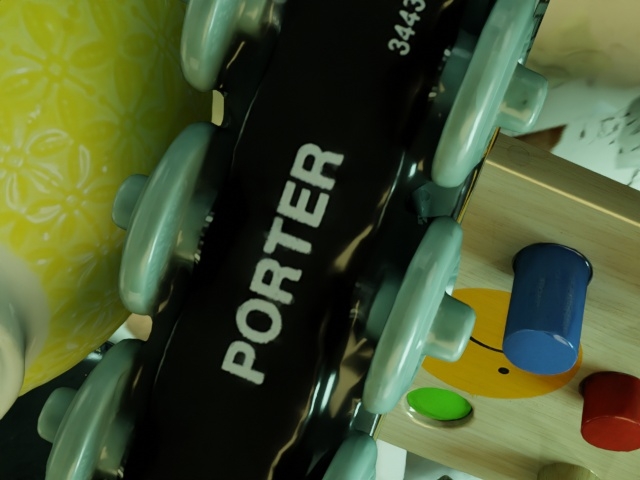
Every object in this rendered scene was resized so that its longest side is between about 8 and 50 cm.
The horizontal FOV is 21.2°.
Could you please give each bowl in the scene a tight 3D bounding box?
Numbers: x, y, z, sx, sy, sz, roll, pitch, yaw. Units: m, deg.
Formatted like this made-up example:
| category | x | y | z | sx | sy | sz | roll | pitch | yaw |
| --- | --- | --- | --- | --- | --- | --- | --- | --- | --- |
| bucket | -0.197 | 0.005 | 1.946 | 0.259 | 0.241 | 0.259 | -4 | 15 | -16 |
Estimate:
| category | x | y | z | sx | sy | sz | roll | pitch | yaw |
| --- | --- | --- | --- | --- | --- | --- | --- | --- | --- |
| bowl | -0.178 | -0.006 | 0.690 | 0.289 | 0.156 | 0.289 | -6 | 141 | -5 |

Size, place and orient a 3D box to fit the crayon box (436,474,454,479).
| category | x | y | z | sx | sy | sz | roll | pitch | yaw |
| --- | --- | --- | --- | --- | --- | --- | --- | --- | --- |
| crayon box | 0.155 | 0.360 | 1.234 | 0.106 | 0.313 | 0.363 | -35 | 158 | -8 |

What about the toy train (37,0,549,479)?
| category | x | y | z | sx | sy | sz | roll | pitch | yaw |
| --- | --- | --- | --- | --- | --- | --- | --- | --- | --- |
| toy train | 0.000 | 0.000 | 0.678 | 0.142 | 0.334 | 0.190 | 21 | -168 | 9 |

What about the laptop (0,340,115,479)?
| category | x | y | z | sx | sy | sz | roll | pitch | yaw |
| --- | --- | --- | --- | --- | --- | --- | --- | --- | --- |
| laptop | -0.348 | 0.123 | 1.065 | 0.408 | 0.236 | 0.382 | -48 | 138 | 9 |

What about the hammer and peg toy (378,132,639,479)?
| category | x | y | z | sx | sy | sz | roll | pitch | yaw |
| --- | --- | --- | --- | --- | --- | --- | --- | --- | --- |
| hammer and peg toy | 0.144 | 0.060 | 0.904 | 0.361 | 0.127 | 0.266 | 22 | 141 | -7 |

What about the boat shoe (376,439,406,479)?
| category | x | y | z | sx | sy | sz | roll | pitch | yaw |
| --- | --- | --- | --- | --- | --- | --- | --- | --- | --- |
| boat shoe | -0.002 | 0.142 | 1.116 | 0.084 | 0.095 | 0.258 | -5 | 147 | -12 |
